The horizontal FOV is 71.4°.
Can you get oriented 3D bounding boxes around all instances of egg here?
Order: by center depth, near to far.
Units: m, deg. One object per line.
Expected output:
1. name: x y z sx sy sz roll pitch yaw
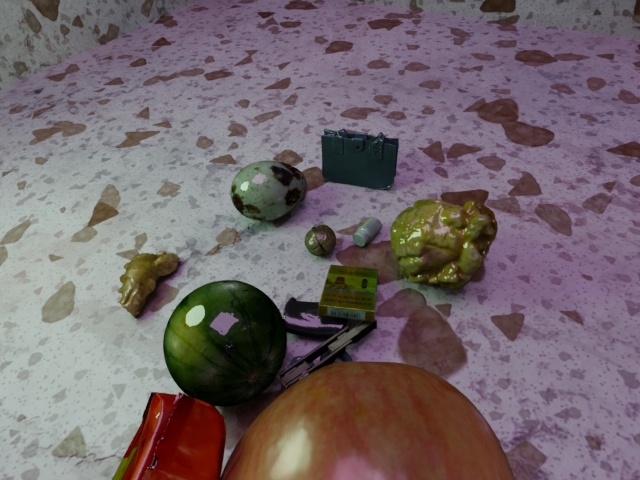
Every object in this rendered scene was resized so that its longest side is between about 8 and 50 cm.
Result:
1. egg: -0.143 -0.144 1.263 0.231 0.169 0.169 -19 45 -32

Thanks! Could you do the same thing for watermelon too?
1. watermelon: -0.184 0.197 0.874 0.242 0.242 0.242 -3 45 3

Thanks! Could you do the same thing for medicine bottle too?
1. medicine bottle: 0.126 -0.024 1.197 0.047 0.047 0.083 27 53 29

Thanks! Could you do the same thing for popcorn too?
1. popcorn: 0.282 0.007 1.035 0.259 0.212 0.259 8 6 -1

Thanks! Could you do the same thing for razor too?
1. razor: -0.012 0.177 1.002 0.148 0.054 0.090 4 42 5

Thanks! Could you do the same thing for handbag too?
1. handbag: 0.115 -0.248 1.332 0.229 0.179 0.062 12 47 14

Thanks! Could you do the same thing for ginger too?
1. ginger: -0.453 0.090 1.121 0.115 0.081 0.205 34 41 -6

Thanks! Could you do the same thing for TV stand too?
1. TV stand: 0.020 0.231 0.917 0.249 0.036 0.042 -29 40 -29

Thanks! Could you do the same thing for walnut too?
1. walnut: 0.000 0.000 1.165 0.092 0.092 0.092 -3 45 3

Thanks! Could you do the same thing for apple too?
1. apple: 0.056 0.349 0.577 0.392 0.391 0.346 -5 36 1

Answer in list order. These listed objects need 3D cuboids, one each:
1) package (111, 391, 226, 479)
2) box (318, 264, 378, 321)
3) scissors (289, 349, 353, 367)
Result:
1. package: -0.242 0.360 0.647 0.123 0.423 0.196 24 51 -11
2. box: 0.068 0.115 1.026 0.121 0.030 0.193 6 24 7
3. scissors: 0.035 0.328 0.856 0.138 0.041 0.289 -12 44 -17
